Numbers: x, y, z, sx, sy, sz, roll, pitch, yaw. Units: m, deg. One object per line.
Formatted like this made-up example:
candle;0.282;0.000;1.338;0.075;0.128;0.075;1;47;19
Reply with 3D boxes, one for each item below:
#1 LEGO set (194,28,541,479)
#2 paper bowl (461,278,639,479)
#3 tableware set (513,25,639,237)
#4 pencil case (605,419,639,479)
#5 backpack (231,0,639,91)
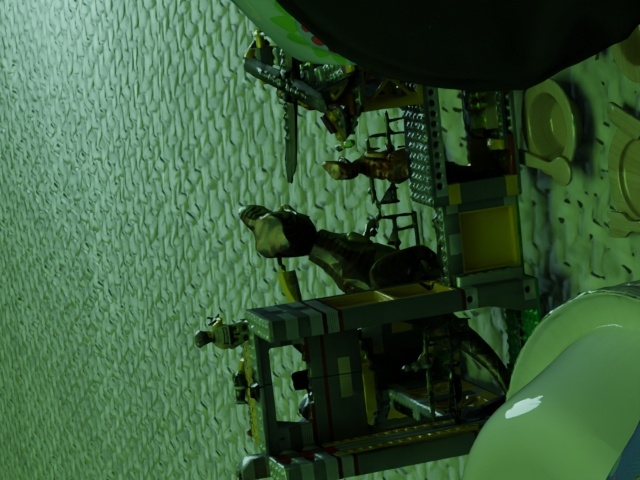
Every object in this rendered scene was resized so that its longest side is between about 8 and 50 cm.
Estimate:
LEGO set;0.000;0.000;1.168;0.255;0.192;0.331;-141;45;-66
paper bowl;0.170;0.160;0.941;0.284;0.148;0.284;36;132;56
tableware set;0.148;-0.086;1.044;0.141;0.020;0.169;-143;47;-57
pencil case;0.159;0.107;0.699;0.119;0.133;0.306;53;141;29
backpack;0.002;-0.235;0.941;0.290;0.273;0.355;52;-155;-23
